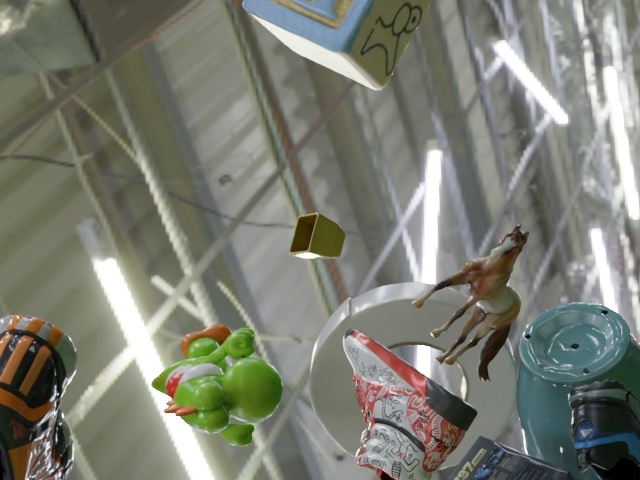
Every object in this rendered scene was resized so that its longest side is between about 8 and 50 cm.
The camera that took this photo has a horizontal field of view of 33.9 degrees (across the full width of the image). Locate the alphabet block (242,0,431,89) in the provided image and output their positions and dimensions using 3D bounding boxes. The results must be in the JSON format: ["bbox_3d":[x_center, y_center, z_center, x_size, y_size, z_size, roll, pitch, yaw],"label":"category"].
[{"bbox_3d":[0.033,-0.370,1.609,0.192,0.193,0.197,-60,-22,2],"label":"alphabet block"}]

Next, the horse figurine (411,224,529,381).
[{"bbox_3d":[0.225,0.093,1.469,0.174,0.066,0.263,-38,-38,-9],"label":"horse figurine"}]

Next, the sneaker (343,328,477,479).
[{"bbox_3d":[0.076,0.221,1.371,0.090,0.270,0.145,36,-93,-35],"label":"sneaker"}]

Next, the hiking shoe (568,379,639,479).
[{"bbox_3d":[0.443,0.313,1.461,0.304,0.113,0.132,33,-126,-27],"label":"hiking shoe"}]

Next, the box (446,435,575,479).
[{"bbox_3d":[0.259,0.427,1.616,0.232,0.183,0.059,-47,-54,-24],"label":"box"}]

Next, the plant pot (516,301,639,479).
[{"bbox_3d":[0.453,0.252,1.780,0.271,0.272,0.255,-63,-39,-42],"label":"plant pot"}]

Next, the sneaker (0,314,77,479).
[{"bbox_3d":[-0.339,0.232,1.080,0.321,0.125,0.180,105,-178,-45],"label":"sneaker"}]

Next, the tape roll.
[{"bbox_3d":[0.172,0.260,1.965,0.072,0.392,0.392,-83,-21,-64],"label":"tape roll"}]

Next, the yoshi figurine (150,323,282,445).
[{"bbox_3d":[-0.161,0.258,1.869,0.203,0.362,0.203,42,-92,-11],"label":"yoshi figurine"}]

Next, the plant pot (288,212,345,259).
[{"bbox_3d":[0.000,0.000,2.064,0.083,0.081,0.081,22,-104,-28],"label":"plant pot"}]
